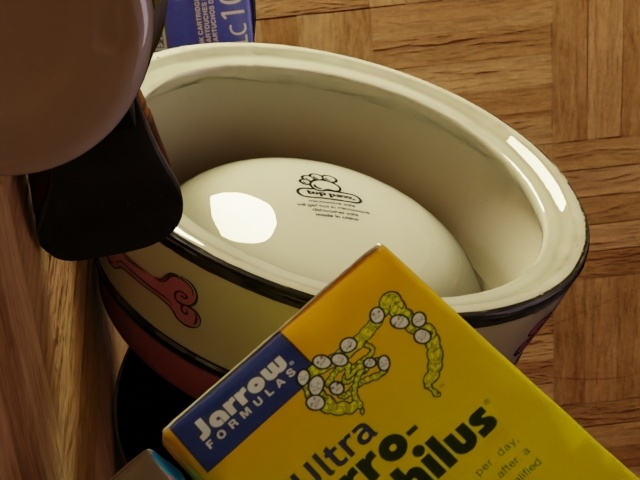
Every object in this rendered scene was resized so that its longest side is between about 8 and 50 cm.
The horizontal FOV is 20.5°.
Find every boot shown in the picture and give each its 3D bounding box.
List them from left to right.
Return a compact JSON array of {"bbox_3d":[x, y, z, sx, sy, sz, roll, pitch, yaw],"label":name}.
[{"bbox_3d":[-0.168,-0.149,1.113,0.264,0.096,0.280,69,6,-63],"label":"boot"}]

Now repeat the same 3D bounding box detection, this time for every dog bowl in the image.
[{"bbox_3d":[0.000,0.000,1.422,0.408,0.408,0.150,-97,-161,-58],"label":"dog bowl"}]

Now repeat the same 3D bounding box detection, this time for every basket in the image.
[{"bbox_3d":[-0.092,0.181,1.523,0.227,0.154,0.204,93,-1,-62],"label":"basket"}]

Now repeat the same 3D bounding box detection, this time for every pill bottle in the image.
[{"bbox_3d":[-0.125,-0.104,0.766,0.208,0.119,0.119,-99,-177,-77],"label":"pill bottle"}]

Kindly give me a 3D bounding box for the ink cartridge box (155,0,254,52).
[{"bbox_3d":[-0.148,-0.325,1.806,0.395,0.151,0.270,-92,176,-77],"label":"ink cartridge box"}]

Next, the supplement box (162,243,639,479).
[{"bbox_3d":[0.099,0.206,1.095,0.356,0.195,0.194,43,-9,37],"label":"supplement box"}]

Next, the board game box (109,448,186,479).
[{"bbox_3d":[-0.026,0.268,1.004,0.303,0.097,0.224,48,-7,8],"label":"board game box"}]
